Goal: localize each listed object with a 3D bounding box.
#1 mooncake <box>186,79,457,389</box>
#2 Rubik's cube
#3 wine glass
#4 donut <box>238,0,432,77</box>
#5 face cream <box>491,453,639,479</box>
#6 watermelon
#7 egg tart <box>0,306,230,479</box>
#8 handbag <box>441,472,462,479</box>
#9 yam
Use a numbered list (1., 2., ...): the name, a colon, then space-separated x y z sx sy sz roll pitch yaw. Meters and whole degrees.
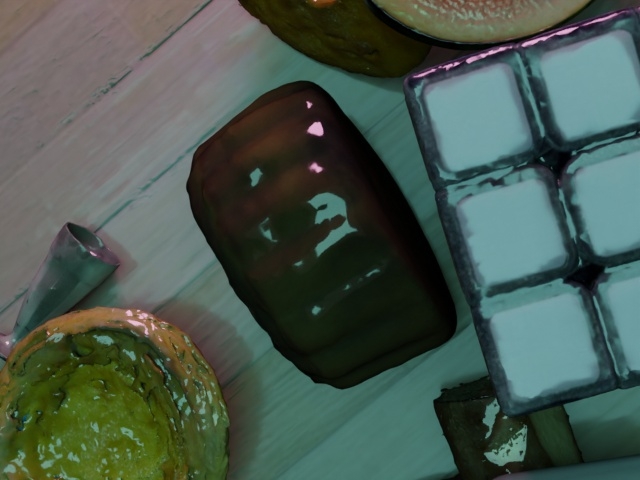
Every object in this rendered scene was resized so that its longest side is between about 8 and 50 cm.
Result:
1. mooncake: 0.000 0.000 1.173 0.161 0.290 0.290 -31 85 9
2. Rubik's cube: 0.263 -0.039 1.119 0.301 0.305 0.304 -15 92 9
3. wine glass: -0.290 0.059 1.321 0.073 0.073 0.155 42 95 7
4. donut: 0.007 -0.284 1.195 0.277 0.277 0.108 29 73 8
5. face cream: 0.290 0.269 1.130 0.291 0.071 0.144 -3 79 -16
6. watermelon: 0.180 -0.258 1.108 0.303 0.128 0.159 -40 86 -6
7. egg tart: -0.210 0.202 1.289 0.290 0.107 0.291 3 101 14
8. handbag: 0.054 0.353 1.234 0.235 0.127 0.213 -14 60 9
9. yam: 0.203 0.247 1.214 0.129 0.128 0.238 -17 87 -15
